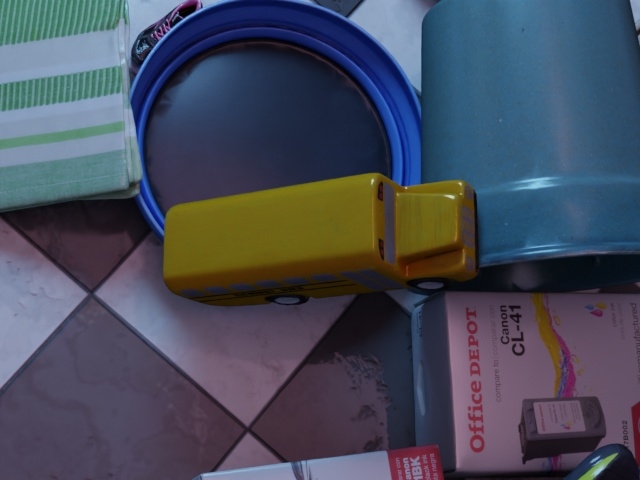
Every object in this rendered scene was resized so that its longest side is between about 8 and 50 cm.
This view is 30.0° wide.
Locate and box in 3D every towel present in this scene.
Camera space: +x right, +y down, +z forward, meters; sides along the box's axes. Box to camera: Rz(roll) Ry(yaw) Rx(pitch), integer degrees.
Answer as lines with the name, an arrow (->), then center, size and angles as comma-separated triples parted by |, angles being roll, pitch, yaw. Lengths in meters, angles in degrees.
towel -> -0.341, -0.197, 1.434 | 0.247, 0.038, 0.325 | -7, 78, 7

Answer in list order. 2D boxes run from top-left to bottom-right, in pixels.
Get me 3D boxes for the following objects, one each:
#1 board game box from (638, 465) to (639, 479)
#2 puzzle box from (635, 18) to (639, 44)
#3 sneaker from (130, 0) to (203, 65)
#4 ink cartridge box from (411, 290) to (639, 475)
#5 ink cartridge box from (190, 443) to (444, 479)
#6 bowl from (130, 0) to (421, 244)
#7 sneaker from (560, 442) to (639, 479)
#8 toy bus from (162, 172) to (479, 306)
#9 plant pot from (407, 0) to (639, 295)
board game box -> 0.363, 0.433, 1.293 | 0.141, 0.232, 0.291 | 36, 89, -15
puzzle box -> 0.533, -0.208, 1.700 | 0.409, 0.052, 0.272 | -41, 88, -20
sneaker -> -0.194, -0.270, 1.520 | 0.047, 0.057, 0.119 | 46, 71, -2
ink cartridge box -> 0.280, 0.181, 1.488 | 0.306, 0.131, 0.226 | 2, 76, -16
ink cartridge box -> -0.016, 0.309, 1.339 | 0.272, 0.197, 0.114 | -5, 75, -17
bowl -> -0.057, -0.115, 1.505 | 0.391, 0.077, 0.391 | 4, 75, -14
sneaker -> 0.236, 0.315, 1.370 | 0.111, 0.300, 0.121 | 22, 34, -37
toy bus -> 0.000, 0.000, 1.302 | 0.332, 0.130, 0.108 | -8, 72, 28
plant pot -> 0.258, -0.118, 1.425 | 0.341, 0.341, 0.334 | -2, 81, -15
